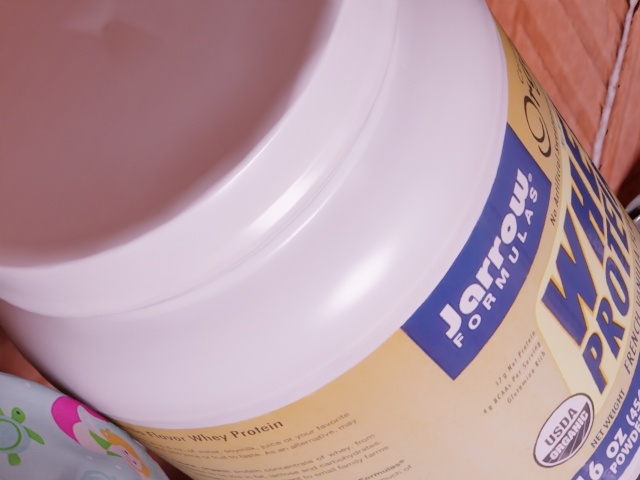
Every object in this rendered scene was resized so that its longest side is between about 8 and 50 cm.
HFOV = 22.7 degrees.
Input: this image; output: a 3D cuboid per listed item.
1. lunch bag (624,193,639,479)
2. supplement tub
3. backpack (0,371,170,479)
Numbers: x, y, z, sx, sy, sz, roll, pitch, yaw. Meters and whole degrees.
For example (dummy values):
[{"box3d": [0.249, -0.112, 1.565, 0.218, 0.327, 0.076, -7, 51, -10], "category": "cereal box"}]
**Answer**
[{"box3d": [0.290, 0.080, 1.105, 0.287, 0.169, 0.235, -59, 139, -11], "category": "lunch bag"}, {"box3d": [0.000, 0.000, 0.676, 0.316, 0.228, 0.228, 45, 69, -48], "category": "supplement tub"}, {"box3d": [-0.140, 0.179, 0.553, 0.253, 0.191, 0.225, -44, 135, -4], "category": "backpack"}]
